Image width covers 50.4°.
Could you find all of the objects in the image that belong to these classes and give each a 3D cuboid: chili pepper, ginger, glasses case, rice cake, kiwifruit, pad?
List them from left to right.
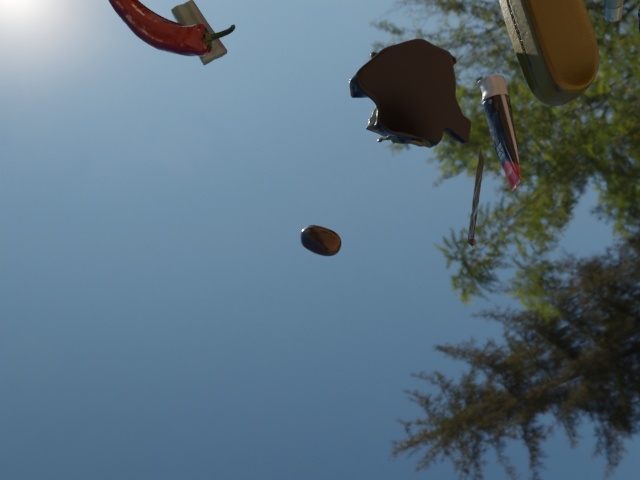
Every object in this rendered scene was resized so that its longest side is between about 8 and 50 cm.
[{"bbox_3d":[-0.392,-0.534,1.668,0.368,0.137,0.092,23,-140,3],"label":"chili pepper"},{"bbox_3d":[-0.351,-0.602,1.952,0.222,0.080,0.042,58,176,21],"label":"rice cake"},{"bbox_3d":[0.000,0.000,1.812,0.124,0.075,0.075,23,-150,30],"label":"kiwifruit"},{"bbox_3d":[0.271,-0.411,2.080,0.413,0.211,0.358,-17,-99,-24],"label":"ginger"},{"bbox_3d":[0.316,-0.083,1.369,0.113,0.006,0.188,19,-101,-70],"label":"pad"},{"bbox_3d":[0.557,-0.513,1.666,0.173,0.141,0.371,-13,-99,-13],"label":"glasses case"}]

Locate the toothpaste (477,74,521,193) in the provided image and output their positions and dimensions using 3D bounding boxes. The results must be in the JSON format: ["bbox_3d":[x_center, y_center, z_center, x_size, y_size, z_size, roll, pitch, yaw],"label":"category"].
[{"bbox_3d":[0.303,-0.178,1.123,0.071,0.045,0.193,64,-164,-80],"label":"toothpaste"}]

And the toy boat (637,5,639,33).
[{"bbox_3d":[0.759,-0.419,1.473,0.227,0.085,0.155,53,-158,-42],"label":"toy boat"}]

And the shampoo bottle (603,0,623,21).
[{"bbox_3d":[0.588,-0.530,1.356,0.069,0.041,0.191,-48,-40,-28],"label":"shampoo bottle"}]
